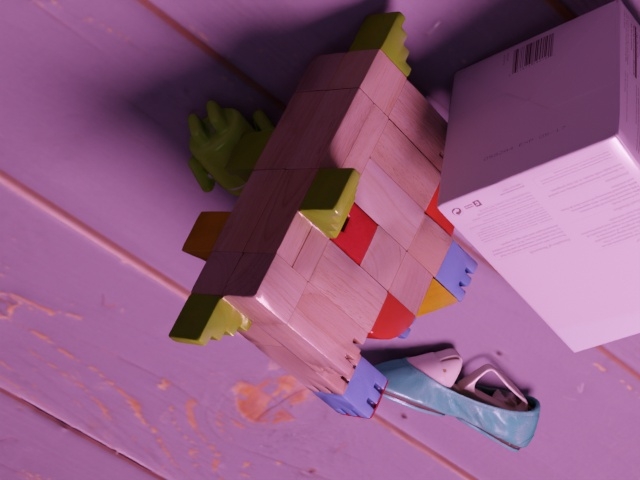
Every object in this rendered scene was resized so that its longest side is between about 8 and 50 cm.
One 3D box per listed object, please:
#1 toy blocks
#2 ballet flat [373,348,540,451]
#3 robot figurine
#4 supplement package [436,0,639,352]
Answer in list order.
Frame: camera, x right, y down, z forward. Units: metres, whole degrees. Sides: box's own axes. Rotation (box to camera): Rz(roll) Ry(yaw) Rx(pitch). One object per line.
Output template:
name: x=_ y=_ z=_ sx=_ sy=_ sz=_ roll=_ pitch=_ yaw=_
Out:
toy blocks: x=0.044 y=0.002 z=1.464 sx=0.190 sy=0.381 sz=0.261 roll=1 pitch=148 yaw=47
ballet flat: x=0.167 y=0.179 z=1.772 sx=0.247 sy=0.083 sz=0.087 roll=24 pitch=100 yaw=-23
robot figurine: x=-0.092 y=-0.092 z=1.516 sx=0.101 sy=0.067 sz=0.115 roll=-36 pitch=125 yaw=9
supplement package: x=0.279 y=-0.058 z=1.467 sx=0.199 sy=0.198 sz=0.262 roll=-22 pitch=130 yaw=33
